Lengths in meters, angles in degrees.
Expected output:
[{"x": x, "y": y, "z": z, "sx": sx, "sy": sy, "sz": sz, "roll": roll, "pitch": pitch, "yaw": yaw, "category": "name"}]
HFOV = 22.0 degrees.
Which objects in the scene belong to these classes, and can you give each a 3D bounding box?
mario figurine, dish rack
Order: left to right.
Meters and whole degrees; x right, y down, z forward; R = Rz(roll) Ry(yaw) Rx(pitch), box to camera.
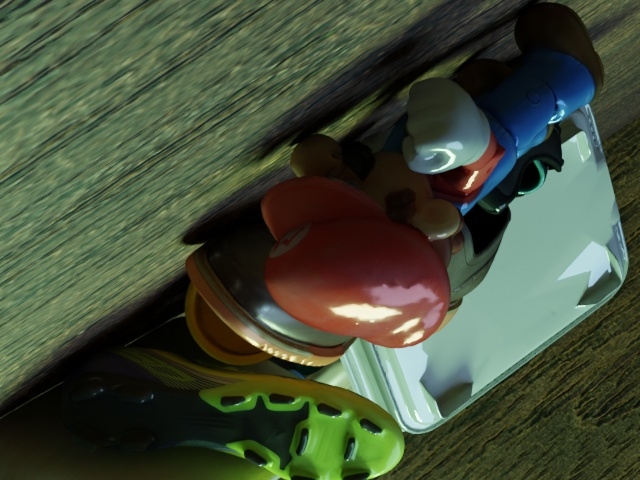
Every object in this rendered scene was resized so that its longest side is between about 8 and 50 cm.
[{"x": 0.060, "y": -0.066, "z": 1.127, "sx": 0.320, "sy": 0.170, "sz": 0.198, "roll": -44, "pitch": 146, "yaw": -41, "category": "mario figurine"}, {"x": 0.161, "y": 0.021, "z": 1.577, "sx": 0.333, "sy": 0.285, "sz": 0.072, "roll": -35, "pitch": -144, "yaw": -19, "category": "dish rack"}]

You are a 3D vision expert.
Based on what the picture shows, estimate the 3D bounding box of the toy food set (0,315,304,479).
[{"x": -0.126, "y": 0.192, "z": 1.449, "sx": 0.306, "sy": 0.220, "sz": 0.092, "roll": -31, "pitch": 137, "yaw": -42, "category": "toy food set"}]

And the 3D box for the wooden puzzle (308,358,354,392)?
[{"x": 0.008, "y": 0.183, "z": 1.842, "sx": 0.221, "sy": 0.044, "sz": 0.239, "roll": -44, "pitch": 161, "yaw": 21, "category": "wooden puzzle"}]

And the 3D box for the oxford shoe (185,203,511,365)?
[{"x": 0.030, "y": 0.004, "z": 1.284, "sx": 0.132, "sy": 0.130, "sz": 0.364, "roll": -47, "pitch": 162, "yaw": 25, "category": "oxford shoe"}]

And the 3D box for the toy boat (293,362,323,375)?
[{"x": -0.021, "y": 0.117, "z": 1.877, "sx": 0.318, "sy": 0.148, "sz": 0.267, "roll": -39, "pitch": 174, "yaw": 32, "category": "toy boat"}]

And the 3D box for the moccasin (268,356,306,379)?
[{"x": -0.138, "y": 0.163, "z": 1.744, "sx": 0.342, "sy": 0.117, "sz": 0.138, "roll": -32, "pitch": -173, "yaw": 43, "category": "moccasin"}]

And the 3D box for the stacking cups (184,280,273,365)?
[{"x": -0.053, "y": 0.064, "z": 1.485, "sx": 0.096, "sy": 0.096, "sz": 0.316, "roll": -35, "pitch": 175, "yaw": 1, "category": "stacking cups"}]

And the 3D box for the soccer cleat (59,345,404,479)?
[{"x": -0.071, "y": 0.134, "z": 1.374, "sx": 0.121, "sy": 0.289, "sz": 0.093, "roll": -71, "pitch": 167, "yaw": -66, "category": "soccer cleat"}]

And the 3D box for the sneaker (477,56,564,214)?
[{"x": 0.156, "y": -0.087, "z": 1.399, "sx": 0.101, "sy": 0.106, "sz": 0.267, "roll": -41, "pitch": 174, "yaw": 30, "category": "sneaker"}]
